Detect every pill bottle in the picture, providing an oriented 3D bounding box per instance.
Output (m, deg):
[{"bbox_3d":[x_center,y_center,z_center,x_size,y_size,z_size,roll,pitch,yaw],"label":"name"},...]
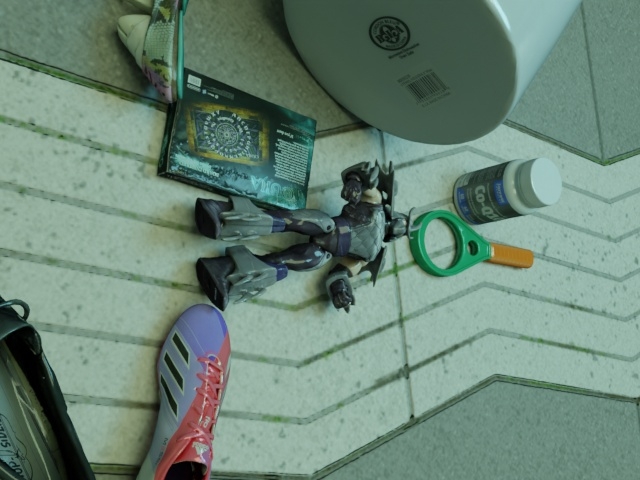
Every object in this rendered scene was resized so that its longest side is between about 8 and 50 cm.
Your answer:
[{"bbox_3d":[0.258,-0.069,1.124,0.078,0.137,0.078,7,77,-35],"label":"pill bottle"}]

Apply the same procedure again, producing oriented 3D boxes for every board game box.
[{"bbox_3d":[-0.091,-0.109,0.943,0.186,0.026,0.126,17,72,-33],"label":"board game box"}]

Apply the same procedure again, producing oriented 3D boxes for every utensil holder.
[{"bbox_3d":[0.176,-0.358,1.003,0.327,0.327,0.385,46,61,-21],"label":"utensil holder"}]

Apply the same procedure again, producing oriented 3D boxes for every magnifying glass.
[{"bbox_3d":[0.218,0.013,1.154,0.231,0.026,0.092,9,76,-33],"label":"magnifying glass"}]

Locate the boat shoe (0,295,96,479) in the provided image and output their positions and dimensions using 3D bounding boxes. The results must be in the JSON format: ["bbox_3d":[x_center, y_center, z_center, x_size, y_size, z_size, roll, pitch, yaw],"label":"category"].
[{"bbox_3d":[-0.284,0.104,0.687,0.127,0.113,0.340,-20,91,-60],"label":"boat shoe"}]

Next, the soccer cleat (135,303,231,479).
[{"bbox_3d":[-0.130,0.183,0.820,0.083,0.095,0.248,26,68,-30],"label":"soccer cleat"}]

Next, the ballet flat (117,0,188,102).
[{"bbox_3d":[-0.177,-0.250,0.884,0.079,0.077,0.222,7,68,-10],"label":"ballet flat"}]

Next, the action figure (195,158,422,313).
[{"bbox_3d":[0.000,0.000,0.935,0.285,0.099,0.185,-8,111,-28],"label":"action figure"}]
